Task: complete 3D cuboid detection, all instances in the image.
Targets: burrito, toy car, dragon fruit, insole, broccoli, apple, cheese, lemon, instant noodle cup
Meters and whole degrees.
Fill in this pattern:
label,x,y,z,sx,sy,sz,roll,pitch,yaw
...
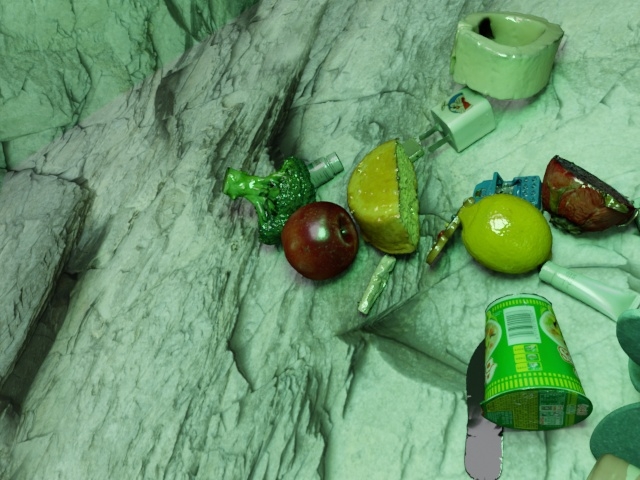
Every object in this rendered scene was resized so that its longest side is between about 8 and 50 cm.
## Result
label,x,y,z,sx,sy,sz,roll,pitch,yaw
burrito,0.154,0.117,1.397,0.186,0.045,0.041,-61,16,-15
toy car,0.482,-0.121,1.333,0.190,0.100,0.097,-2,62,35
dragon fruit,0.595,-0.083,1.199,0.224,0.218,0.148,49,121,32
insole,0.370,0.358,1.130,0.109,0.007,0.323,-3,58,30
broccoli,-0.157,-0.132,1.599,0.297,0.296,0.298,-167,90,-75
apple,0.000,0.000,1.453,0.201,0.218,0.219,-27,48,24
cheese,0.520,-0.538,1.482,0.292,0.153,0.332,22,44,22
lemon,0.444,-0.016,1.231,0.244,0.187,0.187,31,76,8
instant noodle cup,0.423,0.242,1.063,0.206,0.207,0.233,-13,47,23

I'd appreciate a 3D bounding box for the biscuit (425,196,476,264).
label,x,y,z,sx,sy,sz,roll,pitch,yaw
biscuit,0.331,-0.024,1.336,0.031,0.138,0.205,34,77,10

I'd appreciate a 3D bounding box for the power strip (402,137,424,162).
label,x,y,z,sx,sy,sz,roll,pitch,yaw
power strip,0.252,-0.257,1.612,0.168,0.028,0.076,-36,47,6

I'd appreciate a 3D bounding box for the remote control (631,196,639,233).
label,x,y,z,sx,sy,sz,roll,pitch,yaw
remote control,0.778,0.016,1.093,0.140,0.056,0.297,-17,51,22

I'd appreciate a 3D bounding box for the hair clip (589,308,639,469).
label,x,y,z,sx,sy,sz,roll,pitch,yaw
hair clip,0.673,0.244,0.857,0.318,0.393,0.238,20,44,39

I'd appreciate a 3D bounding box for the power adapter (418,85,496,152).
label,x,y,z,sx,sy,sz,roll,pitch,yaw
power adapter,0.392,-0.340,1.521,0.204,0.125,0.130,-34,49,5

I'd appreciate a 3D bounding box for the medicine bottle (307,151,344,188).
label,x,y,z,sx,sy,sz,roll,pitch,yaw
medicine bottle,0.007,-0.234,1.705,0.130,0.080,0.080,-30,48,10

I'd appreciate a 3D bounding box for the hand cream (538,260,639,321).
label,x,y,z,sx,sy,sz,roll,pitch,yaw
hand cream,0.593,0.110,1.145,0.204,0.050,0.078,30,78,36

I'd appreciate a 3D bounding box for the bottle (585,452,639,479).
label,x,y,z,sx,sy,sz,roll,pitch,yaw
bottle,0.576,0.478,0.814,0.296,0.173,0.206,24,67,40

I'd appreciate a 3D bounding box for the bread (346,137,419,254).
label,x,y,z,sx,sy,sz,roll,pitch,yaw
bread,0.170,-0.113,1.447,0.178,0.194,0.341,-12,55,23
